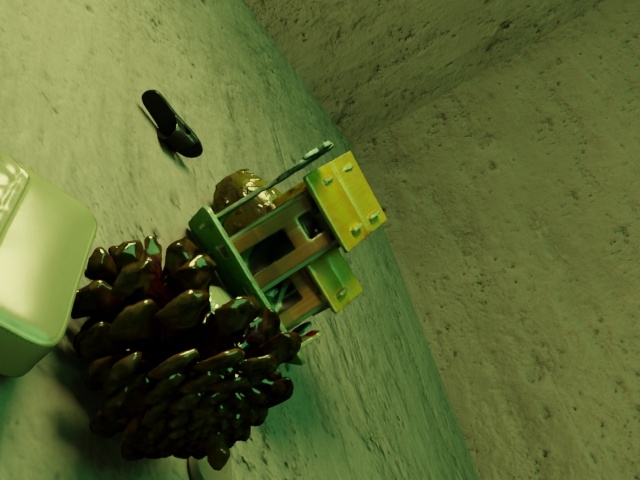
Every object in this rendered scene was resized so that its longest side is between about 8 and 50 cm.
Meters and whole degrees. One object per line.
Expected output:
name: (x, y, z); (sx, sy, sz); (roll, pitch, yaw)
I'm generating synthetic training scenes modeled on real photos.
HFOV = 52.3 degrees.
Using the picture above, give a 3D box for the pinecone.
pinecone: (-0.161, 0.121, 0.745); (0.309, 0.244, 0.244); (53, 9, 28)

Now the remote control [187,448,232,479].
remote control: (-0.158, 0.246, 0.926); (0.077, 0.022, 0.245); (52, 17, -37)

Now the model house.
model house: (0.000, 0.000, 1.102); (0.300, 0.324, 0.340); (58, -21, -4)

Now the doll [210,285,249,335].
doll: (-0.161, 0.119, 1.028); (0.103, 0.071, 0.214); (44, 0, 13)

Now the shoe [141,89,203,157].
shoe: (-0.295, -0.216, 1.260); (0.159, 0.062, 0.053); (56, 28, -23)

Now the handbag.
handbag: (-0.347, -0.001, 0.653); (0.219, 0.079, 0.256); (40, 23, -28)

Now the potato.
potato: (-0.120, -0.031, 1.312); (0.251, 0.149, 0.113); (56, 1, 12)
